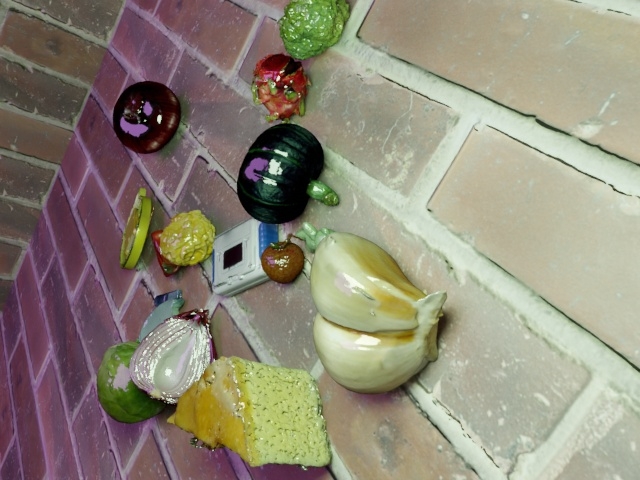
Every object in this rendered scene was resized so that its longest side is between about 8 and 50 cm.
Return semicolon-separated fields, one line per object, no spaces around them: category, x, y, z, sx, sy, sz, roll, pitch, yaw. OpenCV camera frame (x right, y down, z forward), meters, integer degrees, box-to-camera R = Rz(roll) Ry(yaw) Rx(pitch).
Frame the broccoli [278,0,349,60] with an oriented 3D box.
broccoli;-0.016;-0.618;1.521;0.254;0.186;0.302;97;176;-73

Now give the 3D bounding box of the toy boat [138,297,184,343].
toy boat;-0.482;0.274;1.840;0.207;0.079;0.134;-42;56;19

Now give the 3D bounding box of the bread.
bread;-0.165;0.425;1.266;0.315;0.248;0.279;-53;41;29

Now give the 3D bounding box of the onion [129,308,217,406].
onion;-0.384;0.320;1.642;0.227;0.120;0.284;29;75;10

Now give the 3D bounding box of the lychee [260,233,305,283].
lychee;-0.085;0.040;1.414;0.114;0.101;0.140;15;105;20

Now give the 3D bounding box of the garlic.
garlic;0.083;0.129;1.129;0.249;0.286;0.313;-34;41;-23

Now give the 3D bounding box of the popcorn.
popcorn;-0.402;-0.009;1.773;0.180;0.170;0.180;2;98;16

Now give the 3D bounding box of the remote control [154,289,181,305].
remote control;-0.500;0.191;1.914;0.152;0.027;0.044;-15;62;44

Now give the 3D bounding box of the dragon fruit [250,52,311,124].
dragon fruit;-0.101;-0.394;1.548;0.160;0.172;0.166;-21;47;1

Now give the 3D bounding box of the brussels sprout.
brussels sprout;-0.554;0.420;1.741;0.244;0.244;0.244;-20;62;45

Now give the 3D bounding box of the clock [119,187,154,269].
clock;-0.672;-0.029;2.158;0.277;0.071;0.293;-58;29;31

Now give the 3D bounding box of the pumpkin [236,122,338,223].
pumpkin;-0.067;-0.142;1.393;0.248;0.248;0.248;-20;62;45

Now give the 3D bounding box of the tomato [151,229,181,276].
tomato;-0.485;0.034;1.884;0.139;0.091;0.159;57;160;33

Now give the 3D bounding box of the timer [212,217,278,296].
timer;-0.213;0.041;1.584;0.253;0.078;0.178;-25;59;42

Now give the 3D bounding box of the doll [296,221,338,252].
doll;0.000;0.000;1.351;0.150;0.077;0.115;12;131;56

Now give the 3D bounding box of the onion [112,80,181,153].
onion;-0.651;-0.456;2.133;0.273;0.285;0.273;0;90;16

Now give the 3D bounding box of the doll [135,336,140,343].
doll;-0.625;0.409;1.967;0.115;0.050;0.190;0;75;54
